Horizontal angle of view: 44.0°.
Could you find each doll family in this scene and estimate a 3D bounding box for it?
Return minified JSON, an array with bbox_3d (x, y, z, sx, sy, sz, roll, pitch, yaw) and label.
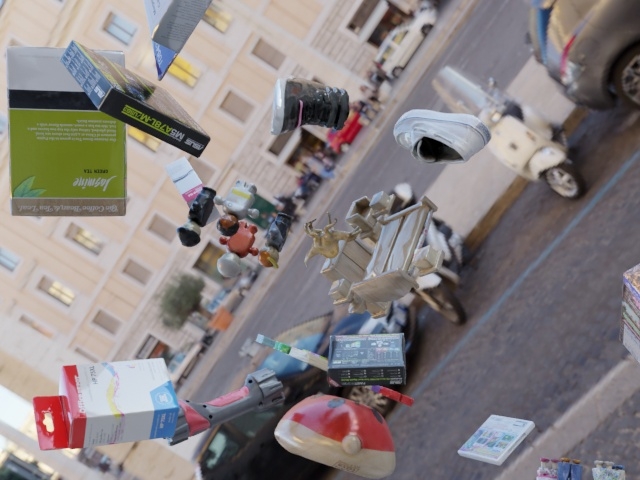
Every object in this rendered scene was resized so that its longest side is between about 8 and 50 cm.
[{"bbox_3d":[0.657,0.636,1.987,0.118,0.263,0.163,57,-143,-63],"label":"doll family"}]

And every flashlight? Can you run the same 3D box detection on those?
[{"bbox_3d":[-0.243,0.392,1.914,0.304,0.103,0.103,-20,24,-30],"label":"flashlight"}]

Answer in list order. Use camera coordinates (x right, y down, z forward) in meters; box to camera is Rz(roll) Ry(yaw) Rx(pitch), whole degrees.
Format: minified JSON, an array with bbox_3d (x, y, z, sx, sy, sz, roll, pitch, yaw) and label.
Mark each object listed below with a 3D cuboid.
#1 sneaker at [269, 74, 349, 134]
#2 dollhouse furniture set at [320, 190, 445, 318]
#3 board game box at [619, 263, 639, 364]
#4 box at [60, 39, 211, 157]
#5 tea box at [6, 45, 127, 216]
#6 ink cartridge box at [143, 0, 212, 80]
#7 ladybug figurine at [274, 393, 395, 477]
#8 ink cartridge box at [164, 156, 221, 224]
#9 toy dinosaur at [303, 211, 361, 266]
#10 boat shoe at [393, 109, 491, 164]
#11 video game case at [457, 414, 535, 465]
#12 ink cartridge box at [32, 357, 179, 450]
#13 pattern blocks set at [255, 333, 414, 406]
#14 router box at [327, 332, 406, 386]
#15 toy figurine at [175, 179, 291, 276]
[{"bbox_3d":[-0.017,-0.265,1.578,0.295,0.147,0.104,-72,-5,-69],"label":"sneaker"},{"bbox_3d":[0.190,0.022,1.623,0.356,0.174,0.303,-24,34,48],"label":"dollhouse furniture set"},{"bbox_3d":[0.672,0.175,1.425,0.141,0.232,0.291,-30,-35,0],"label":"board game box"},{"bbox_3d":[-0.278,-0.213,1.191,0.045,0.184,0.190,-56,46,13],"label":"box"},{"bbox_3d":[-0.511,-0.218,1.637,0.329,0.220,0.323,-151,62,-75],"label":"tea box"},{"bbox_3d":[-0.238,-0.480,1.248,0.330,0.072,0.324,-42,54,41],"label":"ink cartridge box"},{"bbox_3d":[0.046,0.483,1.979,0.449,0.305,0.161,138,151,-73],"label":"ladybug figurine"},{"bbox_3d":[-0.322,-0.124,1.997,0.063,0.150,0.109,-31,-36,-7],"label":"ink cartridge box"},{"bbox_3d":[0.000,0.000,1.658,0.183,0.092,0.053,-30,-1,40],"label":"toy dinosaur"},{"bbox_3d":[0.217,-0.190,1.543,0.088,0.096,0.268,-48,31,-15],"label":"boat shoe"},{"bbox_3d":[0.435,0.493,1.963,0.143,0.019,0.157,-39,13,-25],"label":"video game case"},{"bbox_3d":[-0.381,0.287,1.399,0.134,0.231,0.078,56,139,47],"label":"ink cartridge box"},{"bbox_3d":[0.024,0.283,1.764,0.285,0.325,0.026,8,73,59],"label":"pattern blocks set"},{"bbox_3d":[0.073,0.188,1.251,0.092,0.123,0.038,-80,-14,-61],"label":"router box"},{"bbox_3d":[-0.192,-0.020,1.788,0.210,0.213,0.148,-6,50,43],"label":"toy figurine"}]
